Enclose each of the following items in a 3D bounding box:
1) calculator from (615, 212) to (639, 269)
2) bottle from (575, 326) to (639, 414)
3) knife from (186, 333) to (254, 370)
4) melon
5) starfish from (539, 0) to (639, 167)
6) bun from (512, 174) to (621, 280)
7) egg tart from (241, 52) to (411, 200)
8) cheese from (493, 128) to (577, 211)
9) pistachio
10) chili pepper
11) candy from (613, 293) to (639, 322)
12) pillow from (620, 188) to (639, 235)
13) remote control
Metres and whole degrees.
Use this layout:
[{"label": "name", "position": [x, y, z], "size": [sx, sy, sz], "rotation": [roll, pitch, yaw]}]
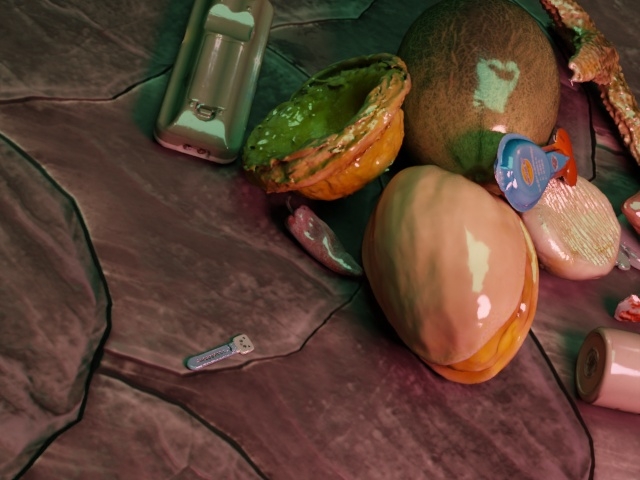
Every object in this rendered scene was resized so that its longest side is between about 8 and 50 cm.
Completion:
[{"label": "calculator", "position": [0.487, -0.002, 2.000], "size": [0.095, 0.021, 0.153], "rotation": [42, 48, 14]}, {"label": "bottle", "position": [0.476, 0.191, 1.791], "size": [0.233, 0.110, 0.110], "rotation": [12, 51, -12]}, {"label": "knife", "position": [-0.128, 0.143, 1.663], "size": [0.096, 0.010, 0.027], "rotation": [-20, 63, -32]}, {"label": "melon", "position": [0.228, -0.212, 1.920], "size": [0.248, 0.248, 0.329], "rotation": [13, 56, -11]}, {"label": "starfish", "position": [0.430, -0.282, 2.065], "size": [0.324, 0.082, 0.432], "rotation": [38, 26, -53]}, {"label": "bun", "position": [0.347, -0.012, 1.900], "size": [0.183, 0.102, 0.183], "rotation": [17, 54, -26]}, {"label": "egg tart", "position": [0.020, -0.151, 1.826], "size": [0.118, 0.288, 0.288], "rotation": [52, 43, -27]}, {"label": "cheese", "position": [0.296, -0.100, 1.786], "size": [0.256, 0.037, 0.106], "rotation": [-17, 96, -56]}, {"label": "pistachio", "position": [0.170, 0.034, 1.740], "size": [0.230, 0.230, 0.309], "rotation": [0, 61, -21]}, {"label": "chili pepper", "position": [0.000, 0.000, 1.803], "size": [0.050, 0.041, 0.153], "rotation": [-43, 86, -18]}, {"label": "candy", "position": [0.567, 0.124, 1.889], "size": [0.292, 0.086, 0.059], "rotation": [15, 40, -8]}, {"label": "pillow", "position": [0.576, -0.020, 1.985], "size": [0.236, 0.084, 0.223], "rotation": [-37, 96, -35]}, {"label": "remote control", "position": [-0.152, -0.258, 1.928], "size": [0.128, 0.065, 0.335], "rotation": [15, 50, -6]}]
